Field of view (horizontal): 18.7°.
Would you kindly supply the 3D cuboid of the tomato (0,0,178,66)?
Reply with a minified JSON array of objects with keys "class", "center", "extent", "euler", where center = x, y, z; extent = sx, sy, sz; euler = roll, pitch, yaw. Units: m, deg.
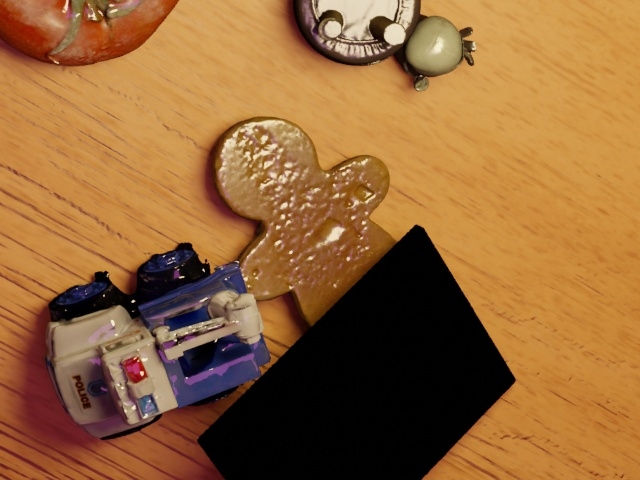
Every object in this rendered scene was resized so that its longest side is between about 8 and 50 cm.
[{"class":"tomato","center":[-0.220,-0.272,1.827],"extent":[0.236,0.095,0.237],"euler":[-7,113,-17]}]

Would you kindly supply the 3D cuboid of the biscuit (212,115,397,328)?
[{"class":"biscuit","center":[0.000,0.000,1.970],"extent":[0.197,0.049,0.301],"euler":[-43,108,-12]}]

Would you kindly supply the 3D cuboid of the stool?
[{"class":"stool","center":[0.061,-0.220,1.909],"extent":[0.217,0.121,0.125],"euler":[33,90,-11]}]

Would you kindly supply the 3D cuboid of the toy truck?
[{"class":"toy truck","center":[-0.157,0.111,1.889],"extent":[0.213,0.177,0.161],"euler":[-21,105,-9]}]

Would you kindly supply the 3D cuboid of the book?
[{"class":"book","center":[0.045,0.169,1.948],"extent":[0.322,0.018,0.228],"euler":[-45,120,-20]}]
